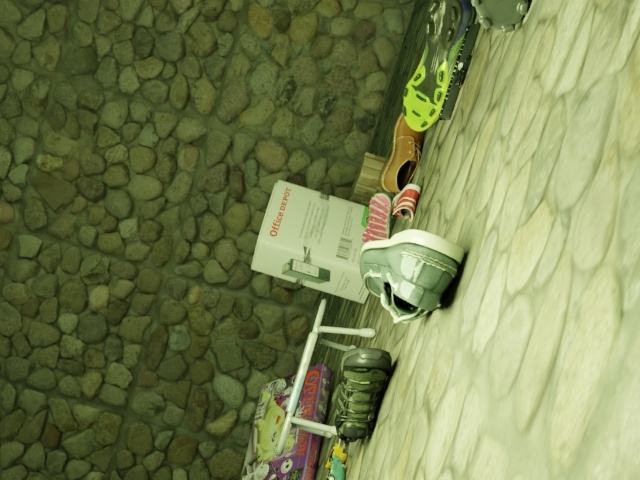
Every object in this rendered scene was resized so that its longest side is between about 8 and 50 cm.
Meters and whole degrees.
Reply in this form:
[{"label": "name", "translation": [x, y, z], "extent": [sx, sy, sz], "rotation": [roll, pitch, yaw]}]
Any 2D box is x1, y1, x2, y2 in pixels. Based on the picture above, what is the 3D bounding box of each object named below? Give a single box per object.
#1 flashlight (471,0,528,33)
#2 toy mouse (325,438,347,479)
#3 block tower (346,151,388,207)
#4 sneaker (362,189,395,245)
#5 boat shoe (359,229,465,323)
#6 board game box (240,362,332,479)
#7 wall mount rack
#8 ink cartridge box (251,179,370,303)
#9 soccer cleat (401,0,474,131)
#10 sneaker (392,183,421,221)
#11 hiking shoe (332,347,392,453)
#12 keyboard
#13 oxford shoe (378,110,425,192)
[{"label": "flashlight", "translation": [0.261, -0.403, 1.378], "extent": [0.304, 0.103, 0.103], "rotation": [-83, 13, -51]}, {"label": "toy mouse", "translation": [0.022, 0.437, 1.668], "extent": [0.143, 0.031, 0.161], "rotation": [-76, 3, -58]}, {"label": "block tower", "translation": [0.125, -0.114, 2.589], "extent": [0.335, 0.097, 0.091], "rotation": [114, 173, -58]}, {"label": "sneaker", "translation": [0.140, -0.047, 2.091], "extent": [0.075, 0.063, 0.170], "rotation": [-49, -28, -48]}, {"label": "boat shoe", "translation": [0.109, 0.062, 1.292], "extent": [0.319, 0.116, 0.099], "rotation": [138, 153, -76]}, {"label": "board game box", "translation": [-0.084, 0.471, 2.243], "extent": [0.208, 0.056, 0.347], "rotation": [-21, 36, 27]}, {"label": "wall mount rack", "translation": [0.013, 0.294, 1.941], "extent": [0.304, 0.130, 0.350], "rotation": [101, -174, -76]}, {"label": "ink cartridge box", "translation": [0.000, 0.000, 2.213], "extent": [0.122, 0.289, 0.211], "rotation": [110, 177, -49]}, {"label": "soccer cleat", "translation": [0.242, -0.350, 1.831], "extent": [0.121, 0.093, 0.289], "rotation": [-27, -41, -48]}, {"label": "sneaker", "translation": [0.162, -0.060, 1.827], "extent": [0.118, 0.042, 0.067], "rotation": [116, 174, -64]}, {"label": "hiking shoe", "translation": [0.068, 0.257, 1.485], "extent": [0.227, 0.086, 0.114], "rotation": [100, 171, -54]}, {"label": "keyboard", "translation": [0.254, -0.311, 1.712], "extent": [0.108, 0.023, 0.180], "rotation": [-94, 20, -84]}, {"label": "oxford shoe", "translation": [0.195, -0.200, 1.997], "extent": [0.076, 0.076, 0.212], "rotation": [25, 100, 60]}]
